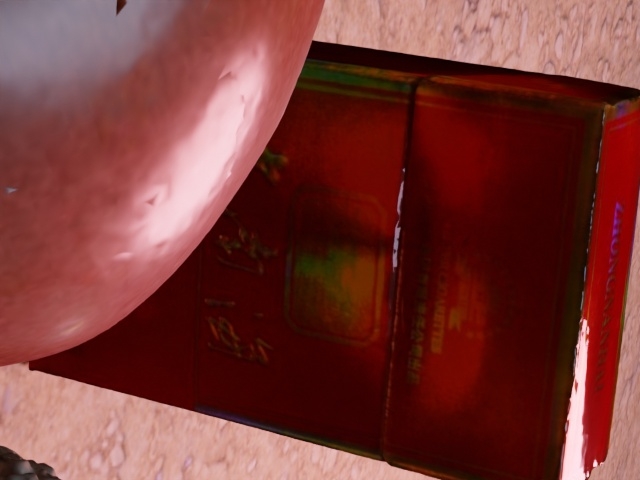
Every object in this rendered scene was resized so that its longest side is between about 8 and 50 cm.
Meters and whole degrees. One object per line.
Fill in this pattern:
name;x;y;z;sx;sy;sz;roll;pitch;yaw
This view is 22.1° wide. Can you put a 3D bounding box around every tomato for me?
tomato;-0.148;-0.100;0.524;0.273;0.341;0.341;85;28;-57

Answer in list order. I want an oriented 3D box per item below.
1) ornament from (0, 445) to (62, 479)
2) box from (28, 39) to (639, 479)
ornament;-0.207;0.227;0.768;0.120;0.130;0.285;45;67;-40
box;-0.001;-0.001;0.847;0.089;0.313;0.197;-20;118;-61
